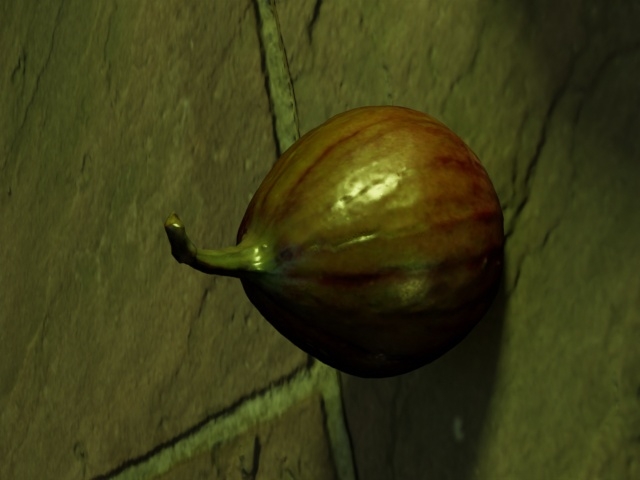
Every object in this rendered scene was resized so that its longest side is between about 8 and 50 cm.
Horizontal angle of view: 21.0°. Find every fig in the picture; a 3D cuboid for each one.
[{"bbox_3d":[0.019,0.013,0.973,0.149,0.202,0.148,41,149,10],"label":"fig"}]
